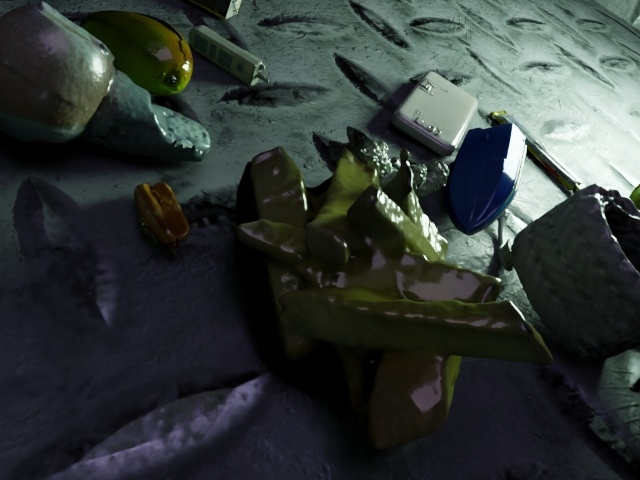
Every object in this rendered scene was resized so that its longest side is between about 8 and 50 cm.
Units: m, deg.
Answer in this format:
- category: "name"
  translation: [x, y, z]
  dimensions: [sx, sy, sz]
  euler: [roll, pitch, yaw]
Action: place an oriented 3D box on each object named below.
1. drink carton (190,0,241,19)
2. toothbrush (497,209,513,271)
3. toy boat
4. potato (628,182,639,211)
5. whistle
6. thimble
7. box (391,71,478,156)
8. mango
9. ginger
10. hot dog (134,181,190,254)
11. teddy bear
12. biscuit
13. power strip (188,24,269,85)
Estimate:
- category: "drink carton"
  translation: [-0.256, -0.535, 1.250]
  dimensions: [0.166, 0.056, 0.071]
  euler: [28, 32, 1]
- category: "toothbrush"
  translation: [0.331, -0.072, 1.087]
  dimensions: [0.028, 0.037, 0.375]
  euler: [23, 38, -9]
- category: "toy boat"
  translation: [0.286, -0.100, 1.042]
  dimensions: [0.129, 0.088, 0.295]
  euler: [-4, 35, 28]
- category: "potato"
  translation: [0.726, -0.058, 1.192]
  dimensions: [0.253, 0.148, 0.186]
  euler: [-12, 37, -26]
- category: "whistle"
  translation: [-0.313, -0.184, 0.802]
  dimensions: [0.348, 0.189, 0.189]
  euler: [26, 35, -36]
- category: "thimble"
  translation: [0.419, 0.046, 0.881]
  dimensions: [0.217, 0.157, 0.245]
  euler: [17, 49, -27]
- category: "box"
  translation: [0.250, -0.277, 1.251]
  dimensions: [0.142, 0.044, 0.285]
  euler: [32, 40, 4]
- category: "mango"
  translation: [-0.299, -0.312, 0.954]
  dimensions: [0.233, 0.111, 0.125]
  euler: [32, 25, 26]
- category: "ginger"
  translation: [0.092, 0.011, 0.712]
  dimensions: [0.358, 0.211, 0.413]
  euler: [-9, 60, -38]
- category: "hot dog"
  translation: [-0.207, -0.030, 0.758]
  dimensions: [0.056, 0.041, 0.133]
  euler: [-5, 42, -32]
- category: "teddy bear"
  translation: [0.098, -0.098, 0.934]
  dimensions: [0.213, 0.111, 0.133]
  euler: [11, -5, -43]
- category: "biscuit"
  translation: [0.483, -0.202, 1.305]
  dimensions: [0.048, 0.026, 0.292]
  euler: [-11, 52, -31]
- category: "power strip"
  translation: [-0.172, -0.344, 1.097]
  dimensions: [0.191, 0.047, 0.030]
  euler: [35, 45, 11]
